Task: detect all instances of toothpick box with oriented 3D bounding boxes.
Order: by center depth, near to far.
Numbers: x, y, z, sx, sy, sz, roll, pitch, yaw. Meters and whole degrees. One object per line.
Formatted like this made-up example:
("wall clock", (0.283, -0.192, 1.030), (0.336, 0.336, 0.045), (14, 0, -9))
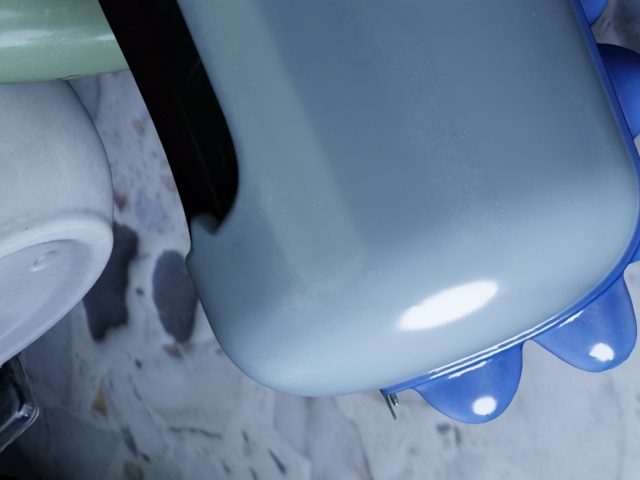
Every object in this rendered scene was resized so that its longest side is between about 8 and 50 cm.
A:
("toothpick box", (0.033, -0.079, 0.889), (0.263, 0.263, 0.355), (-26, 83, 46))

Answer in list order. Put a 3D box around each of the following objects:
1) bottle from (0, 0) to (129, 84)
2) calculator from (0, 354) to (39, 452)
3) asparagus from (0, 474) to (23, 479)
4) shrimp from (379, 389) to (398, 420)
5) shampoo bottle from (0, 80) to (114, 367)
("bottle", (-0.206, -0.166, 1.014), (0.168, 0.347, 0.169), (14, 111, 41))
("calculator", (-0.325, 0.165, 1.332), (0.261, 0.021, 0.161), (-44, 43, 11))
("asparagus", (-0.310, 0.217, 1.385), (0.382, 0.128, 0.108), (15, 136, 45))
("shrimp", (0.000, 0.000, 1.047), (0.090, 0.079, 0.233), (-27, 82, 7))
("shampoo bottle", (-0.295, -0.046, 1.184), (0.266, 0.273, 0.273), (51, 131, 17))
